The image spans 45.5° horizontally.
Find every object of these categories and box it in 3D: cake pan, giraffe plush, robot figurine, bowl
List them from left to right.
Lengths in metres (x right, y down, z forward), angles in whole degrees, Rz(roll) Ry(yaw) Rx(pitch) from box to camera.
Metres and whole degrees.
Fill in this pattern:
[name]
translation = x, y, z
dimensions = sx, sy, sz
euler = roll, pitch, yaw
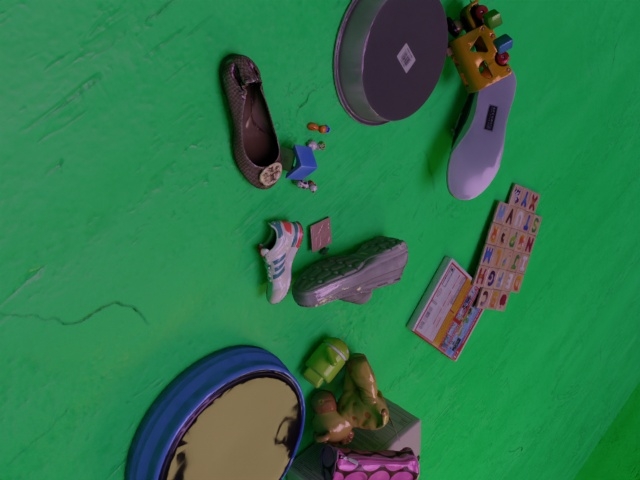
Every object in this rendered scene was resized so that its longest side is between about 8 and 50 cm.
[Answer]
[bowl]
translation = -0.182, 0.392, 1.447
dimensions = 0.391, 0.077, 0.391
euler = -25, 126, -38
[robot figurine]
translation = 0.014, 0.252, 1.599
dimensions = 0.115, 0.067, 0.101
euler = -49, 163, -19
[giraffe plush]
translation = 0.054, 0.367, 1.653
dimensions = 0.171, 0.210, 0.181
euler = -23, 147, 1
[cake pan]
translation = 0.143, -0.354, 1.439
dimensions = 0.293, 0.054, 0.293
euler = -25, 127, -38

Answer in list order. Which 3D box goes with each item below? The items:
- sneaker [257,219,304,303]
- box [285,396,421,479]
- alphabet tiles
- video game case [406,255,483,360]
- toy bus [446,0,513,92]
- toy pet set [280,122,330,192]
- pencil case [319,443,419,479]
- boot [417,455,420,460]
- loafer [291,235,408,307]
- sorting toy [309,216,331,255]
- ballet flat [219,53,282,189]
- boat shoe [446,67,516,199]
[sneaker]
translation = -0.088, 0.036, 1.393
dimensions = 0.075, 0.057, 0.161
euler = 9, 104, -33
[box]
translation = 0.081, 0.501, 1.746
dimensions = 0.311, 0.148, 0.121
euler = -29, 130, -34
[alphabet tiles]
translation = 0.508, 0.024, 2.059
dimensions = 0.285, 0.011, 0.342
euler = 12, 96, -52
[video game case]
translation = 0.335, 0.181, 1.957
dimensions = 0.285, 0.025, 0.204
euler = 38, 80, -50
[toy bus]
translation = 0.303, -0.399, 1.549
dimensions = 0.104, 0.202, 0.191
euler = -27, 143, 2
[toy pet set]
translation = -0.015, -0.146, 1.360
dimensions = 0.114, 0.065, 0.122
euler = 1, 108, -49
[pencil case]
translation = 0.107, 0.473, 1.603
dimensions = 0.210, 0.095, 0.098
euler = 6, 135, -21
[boot]
translation = 0.223, 0.624, 2.057
dimensions = 0.087, 0.042, 0.118
euler = -1, 109, -41
[loafer]
translation = 0.069, 0.082, 1.539
dimensions = 0.320, 0.112, 0.111
euler = -20, 115, -42
[sorting toy]
translation = 0.000, 0.000, 1.495
dimensions = 0.062, 0.012, 0.083
euler = -30, 126, -42
[ballet flat]
translation = -0.105, -0.185, 1.244
dimensions = 0.084, 0.058, 0.249
euler = -36, 133, -30
[boat shoe]
translation = 0.340, -0.236, 1.680
dimensions = 0.113, 0.105, 0.306
euler = 12, 89, -9
